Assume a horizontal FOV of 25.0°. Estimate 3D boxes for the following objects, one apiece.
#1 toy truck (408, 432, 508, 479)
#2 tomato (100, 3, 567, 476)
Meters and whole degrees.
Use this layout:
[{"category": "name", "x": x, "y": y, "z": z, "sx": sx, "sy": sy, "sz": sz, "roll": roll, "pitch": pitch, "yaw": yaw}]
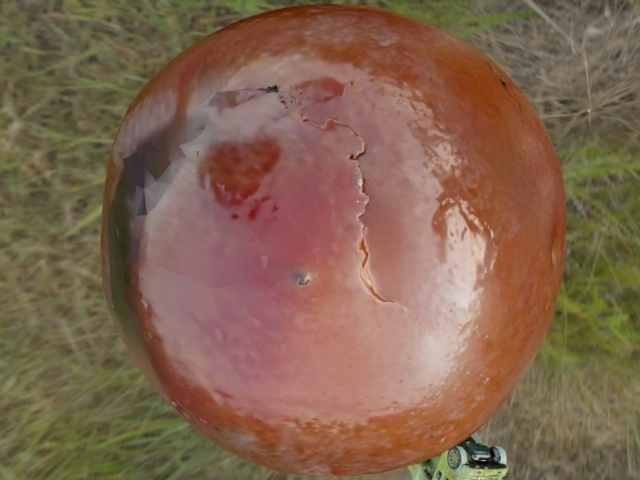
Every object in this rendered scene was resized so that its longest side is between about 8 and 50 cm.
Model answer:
[{"category": "toy truck", "x": 0.148, "y": 0.261, "z": 1.748, "sx": 0.077, "sy": 0.169, "sz": 0.100, "roll": 5, "pitch": 115, "yaw": -33}, {"category": "tomato", "x": 0.000, "y": 0.000, "z": 0.624, "sx": 0.208, "sy": 0.184, "sz": 0.208, "roll": -3, "pitch": 84, "yaw": 38}]
